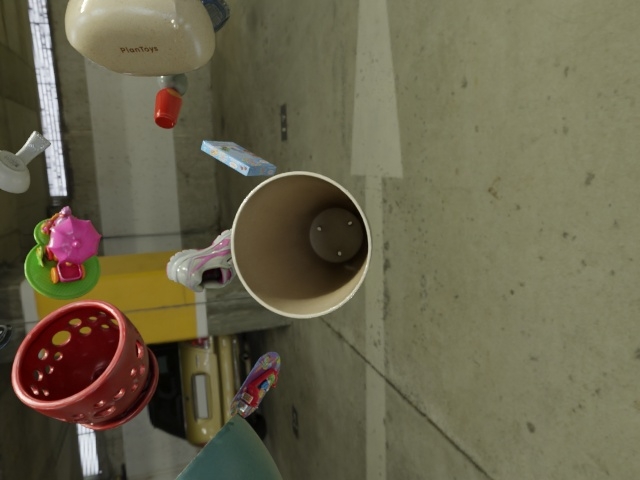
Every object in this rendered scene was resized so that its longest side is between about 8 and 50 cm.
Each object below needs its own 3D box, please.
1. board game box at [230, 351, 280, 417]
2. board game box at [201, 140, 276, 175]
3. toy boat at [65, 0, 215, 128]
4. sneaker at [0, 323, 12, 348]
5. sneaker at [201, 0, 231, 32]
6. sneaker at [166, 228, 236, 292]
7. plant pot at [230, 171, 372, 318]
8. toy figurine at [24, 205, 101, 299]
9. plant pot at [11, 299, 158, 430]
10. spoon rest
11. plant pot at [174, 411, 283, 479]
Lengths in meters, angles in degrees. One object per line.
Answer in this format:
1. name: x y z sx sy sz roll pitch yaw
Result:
1. board game box: -0.131 0.333 1.077 0.033 0.168 0.133 26 164 26
2. board game box: -0.281 -0.285 1.663 0.211 0.160 0.039 31 111 22
3. toy boat: -0.328 -0.369 0.933 0.318 0.268 0.148 93 179 -64
4. sneaker: -0.919 0.271 1.268 0.067 0.188 0.078 57 139 17
5. sneaker: -0.308 -0.563 1.009 0.129 0.111 0.297 51 -179 21
6. sneaker: -0.236 0.057 1.170 0.111 0.252 0.103 39 142 32
7. plant pot: 0.000 0.000 0.960 0.274 0.257 0.256 -13 -80 -73
8. toy figurine: -0.456 -0.001 0.870 0.159 0.130 0.173 -40 66 44
9. plant pot: -0.388 0.226 0.829 0.174 0.191 0.191 77 174 -49
10. spoon rest: -0.823 -0.209 1.295 0.084 0.137 0.276 -39 26 17
11. plant pot: -0.141 0.413 0.646 0.195 0.290 0.290 40 149 8
